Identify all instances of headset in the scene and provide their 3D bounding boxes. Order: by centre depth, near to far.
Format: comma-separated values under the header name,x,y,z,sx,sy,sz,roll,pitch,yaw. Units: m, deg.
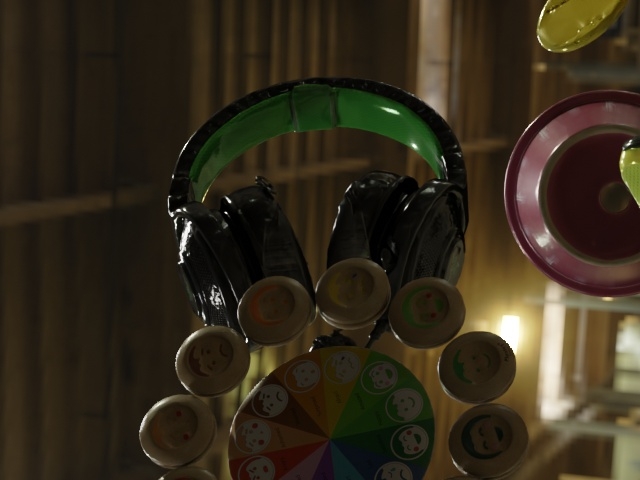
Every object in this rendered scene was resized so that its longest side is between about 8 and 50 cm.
name,x,y,z,sx,sy,sz,roll,pitch,yaw
headset,0.000,0.000,1.441,0.185,0.243,0.394,82,-177,-48

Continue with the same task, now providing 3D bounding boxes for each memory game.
name,x,y,z,sx,sy,sz,roll,pitch,yaw
memory game,0.004,0.088,0.841,0.012,0.186,0.186,65,-146,-55

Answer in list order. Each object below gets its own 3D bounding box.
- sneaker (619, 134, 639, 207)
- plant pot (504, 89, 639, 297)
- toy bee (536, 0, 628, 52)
name,x,y,z,sx,sy,sz,roll,pitch,yaw
sneaker,0.251,0.024,1.180,0.094,0.081,0.208,-45,-73,-25
plant pot,0.268,-0.044,1.708,0.180,0.201,0.201,-11,-76,-81
toy bee,0.214,-0.137,0.861,0.195,0.298,0.162,-59,3,22
